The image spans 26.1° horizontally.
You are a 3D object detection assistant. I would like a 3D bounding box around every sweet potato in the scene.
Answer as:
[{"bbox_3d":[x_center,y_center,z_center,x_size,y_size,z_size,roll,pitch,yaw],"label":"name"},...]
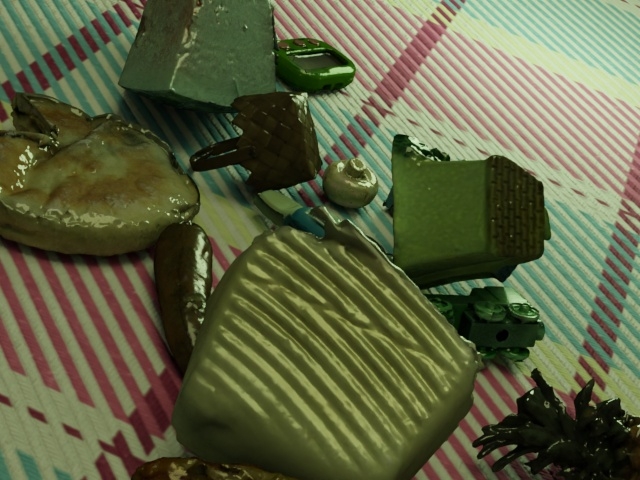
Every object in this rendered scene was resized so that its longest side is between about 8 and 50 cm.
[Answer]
[{"bbox_3d":[-0.158,0.067,1.632,0.075,0.075,0.273,9,35,-17],"label":"sweet potato"}]

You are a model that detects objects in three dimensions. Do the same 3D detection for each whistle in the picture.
[{"bbox_3d":[0.000,0.000,1.822,0.236,0.077,0.114,34,38,33],"label":"whistle"}]

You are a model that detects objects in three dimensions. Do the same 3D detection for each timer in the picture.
[{"bbox_3d":[-0.019,-0.289,2.280,0.140,0.047,0.128,-13,43,-42],"label":"timer"}]

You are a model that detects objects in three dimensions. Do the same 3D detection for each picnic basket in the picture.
[{"bbox_3d":[-0.097,-0.133,1.920,0.178,0.137,0.128,-10,12,15],"label":"picnic basket"}]

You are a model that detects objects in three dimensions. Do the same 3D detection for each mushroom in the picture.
[{"bbox_3d":[0.044,-0.084,1.977,0.084,0.067,0.083,17,37,-13],"label":"mushroom"}]

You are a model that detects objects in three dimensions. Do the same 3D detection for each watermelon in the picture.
[{"bbox_3d":[-0.170,-0.325,2.044,0.228,0.258,0.387,7,27,-7],"label":"watermelon"}]

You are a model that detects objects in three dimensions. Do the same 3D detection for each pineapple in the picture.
[{"bbox_3d":[0.343,0.248,1.574,0.340,0.169,0.169,11,31,6],"label":"pineapple"}]

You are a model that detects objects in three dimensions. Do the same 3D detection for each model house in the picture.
[{"bbox_3d":[0.198,-0.035,1.777,0.189,0.195,0.214,-1,-13,15],"label":"model house"}]

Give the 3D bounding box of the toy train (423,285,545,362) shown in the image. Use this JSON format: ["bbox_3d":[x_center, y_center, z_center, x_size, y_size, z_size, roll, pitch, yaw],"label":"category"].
[{"bbox_3d":[0.161,0.100,1.752,0.251,0.085,0.119,4,21,-21],"label":"toy train"}]

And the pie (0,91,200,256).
[{"bbox_3d":[-0.311,-0.081,1.774,0.337,0.075,0.337,19,32,-12],"label":"pie"}]

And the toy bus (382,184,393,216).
[{"bbox_3d":[0.160,-0.051,1.983,0.123,0.075,0.060,34,34,22],"label":"toy bus"}]

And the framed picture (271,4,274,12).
[{"bbox_3d":[-0.159,-0.453,2.488,0.109,0.011,0.149,-1,37,-31],"label":"framed picture"}]

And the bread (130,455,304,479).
[{"bbox_3d":[0.001,0.286,1.273,0.380,0.185,0.109,11,39,-15],"label":"bread"}]

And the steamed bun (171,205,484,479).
[{"bbox_3d":[0.007,0.158,1.454,0.290,0.272,0.273,32,76,18],"label":"steamed bun"}]
